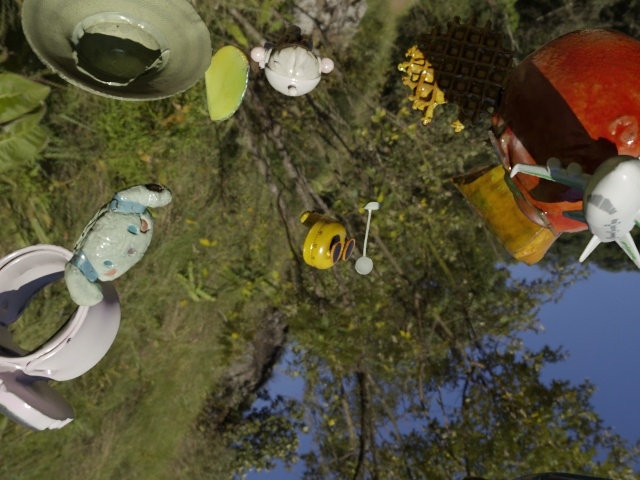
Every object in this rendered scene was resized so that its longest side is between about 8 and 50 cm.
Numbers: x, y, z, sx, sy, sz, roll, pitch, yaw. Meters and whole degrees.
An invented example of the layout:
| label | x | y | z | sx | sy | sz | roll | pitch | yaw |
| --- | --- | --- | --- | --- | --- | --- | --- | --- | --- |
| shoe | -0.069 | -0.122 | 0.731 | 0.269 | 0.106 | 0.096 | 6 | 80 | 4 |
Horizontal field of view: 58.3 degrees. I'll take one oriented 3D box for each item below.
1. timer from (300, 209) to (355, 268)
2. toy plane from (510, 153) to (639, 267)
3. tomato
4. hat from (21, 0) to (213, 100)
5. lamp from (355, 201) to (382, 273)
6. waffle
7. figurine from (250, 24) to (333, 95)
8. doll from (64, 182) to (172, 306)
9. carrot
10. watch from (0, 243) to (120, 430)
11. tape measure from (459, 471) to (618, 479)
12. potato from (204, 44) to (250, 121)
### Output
| label | x | y | z | sx | sy | sz | roll | pitch | yaw |
| --- | --- | --- | --- | --- | --- | --- | --- | --- | --- |
| timer | 0.000 | 0.000 | 1.146 | 0.109 | 0.107 | 0.107 | 22 | -148 | 25 |
| toy plane | 0.326 | -0.043 | 0.636 | 0.101 | 0.251 | 0.255 | -49 | 154 | 0 |
| tomato | 0.407 | -0.147 | 0.828 | 0.309 | 0.308 | 0.170 | -23 | -156 | 1 |
| hat | -0.286 | -0.265 | 0.819 | 0.252 | 0.252 | 0.110 | -30 | 166 | -35 |
| lamp | 0.131 | -0.006 | 1.564 | 0.050 | 0.198 | 0.056 | 6 | 178 | -18 |
| waffle | 0.287 | -0.345 | 1.187 | 0.229 | 0.231 | 0.051 | -26 | 175 | 14 |
| figurine | -0.077 | -0.424 | 1.384 | 0.144 | 0.182 | 0.256 | -49 | -161 | 21 |
| doll | -0.298 | -0.001 | 0.828 | 0.072 | 0.103 | 0.214 | 34 | -95 | 33 |
| carrot | 0.564 | -0.114 | 1.634 | 0.242 | 0.340 | 0.241 | -30 | 165 | -9 |
| watch | -0.426 | 0.146 | 0.912 | 0.231 | 0.244 | 0.196 | -42 | 157 | -14 |
| tape measure | 0.331 | 0.446 | 0.946 | 0.352 | 0.097 | 0.215 | -12 | 180 | 41 |
| potato | -0.238 | -0.401 | 1.474 | 0.120 | 0.197 | 0.054 | 15 | -158 | 9 |
